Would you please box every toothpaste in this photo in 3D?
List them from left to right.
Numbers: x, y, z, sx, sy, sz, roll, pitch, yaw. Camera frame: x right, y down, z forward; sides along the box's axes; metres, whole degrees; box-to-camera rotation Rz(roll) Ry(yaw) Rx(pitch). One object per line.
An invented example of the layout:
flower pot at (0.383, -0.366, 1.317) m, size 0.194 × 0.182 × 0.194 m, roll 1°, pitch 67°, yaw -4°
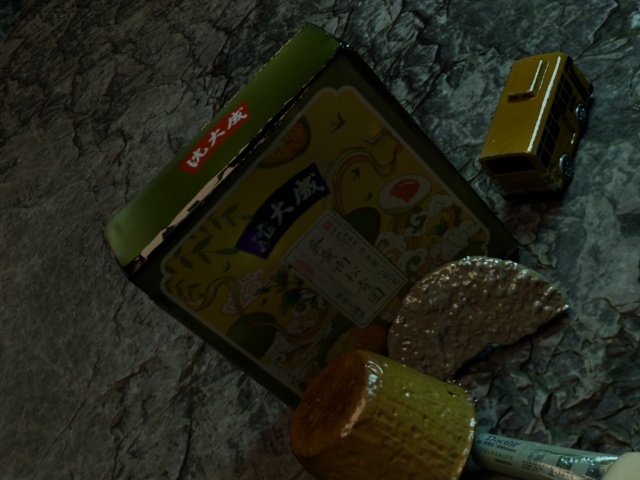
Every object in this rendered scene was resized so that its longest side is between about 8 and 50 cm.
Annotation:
toothpaste at (0.248, 0.252, 1.262) m, size 0.218 × 0.041 × 0.064 m, roll 5°, pitch 53°, yaw 42°

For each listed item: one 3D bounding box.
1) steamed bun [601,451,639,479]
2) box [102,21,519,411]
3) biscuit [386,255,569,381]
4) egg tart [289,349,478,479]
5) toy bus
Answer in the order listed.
steamed bun at (0.349, 0.301, 1.013) m, size 0.250 × 0.155 × 0.200 m, roll 3°, pitch 53°, yaw 53°
box at (0.000, 0.000, 1.427) m, size 0.373 × 0.420 × 0.138 m, roll -45°, pitch 34°, yaw 2°
biscuit at (0.174, 0.096, 1.416) m, size 0.250 × 0.133 × 0.032 m, roll -33°, pitch 5°, yaw 17°
egg tart at (0.074, 0.232, 1.331) m, size 0.215 × 0.171 × 0.215 m, roll -42°, pitch 25°, yaw 25°
toy bus at (0.299, -0.164, 1.556) m, size 0.098 × 0.114 × 0.201 m, roll -4°, pitch 52°, yaw 41°
